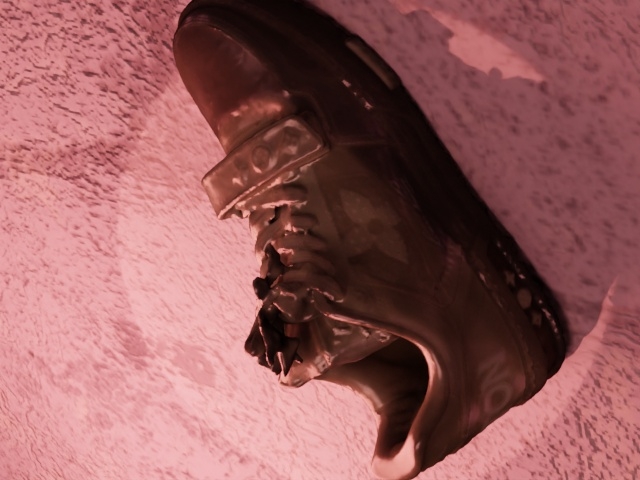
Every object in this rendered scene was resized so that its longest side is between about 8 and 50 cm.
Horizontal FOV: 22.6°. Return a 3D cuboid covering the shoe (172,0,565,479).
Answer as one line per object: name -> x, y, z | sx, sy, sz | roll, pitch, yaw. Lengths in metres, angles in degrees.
shoe -> -0.002, 0.001, 0.863 | 0.293, 0.149, 0.109 | 48, 144, -2
